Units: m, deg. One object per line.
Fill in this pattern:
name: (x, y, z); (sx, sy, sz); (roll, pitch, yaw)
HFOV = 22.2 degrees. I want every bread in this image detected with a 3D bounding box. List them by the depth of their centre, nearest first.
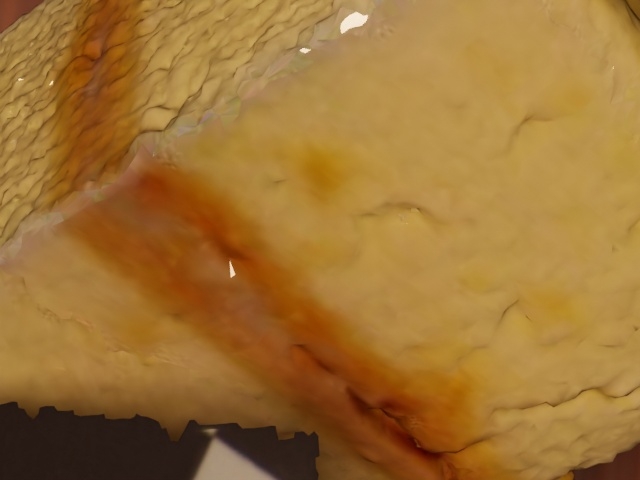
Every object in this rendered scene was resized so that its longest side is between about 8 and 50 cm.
bread: (0.000, 0.000, 0.459); (0.240, 0.135, 0.178); (-32, 121, 25)

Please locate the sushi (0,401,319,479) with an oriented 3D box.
sushi: (-0.144, 0.170, 0.375); (0.294, 0.059, 0.292); (-2, 83, 31)
